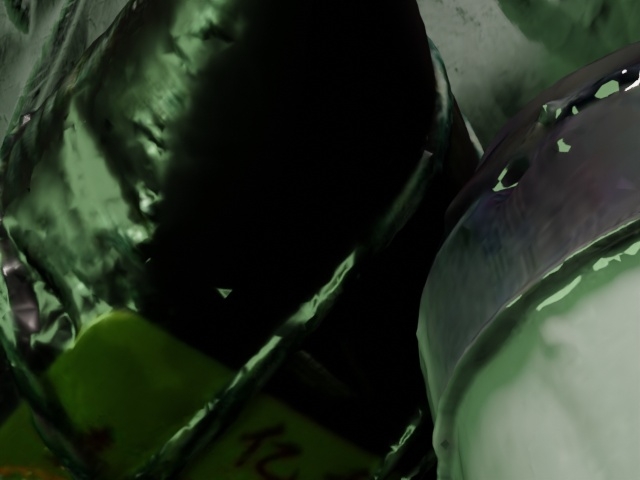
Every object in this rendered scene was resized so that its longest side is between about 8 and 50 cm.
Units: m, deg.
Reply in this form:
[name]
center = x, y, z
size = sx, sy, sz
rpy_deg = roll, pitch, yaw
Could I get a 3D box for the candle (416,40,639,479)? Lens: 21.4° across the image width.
[candle]
center = 0.150, 0.113, 0.466
size = 0.221, 0.221, 0.342
rpy_deg = -49, 35, 39

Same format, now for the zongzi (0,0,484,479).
[zongzi]
center = 0.000, 0.000, 0.673
size = 0.362, 0.383, 0.319
rpy_deg = -52, 39, 32
